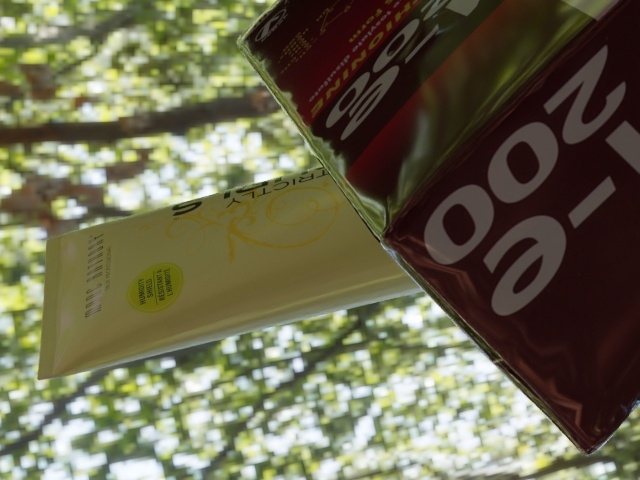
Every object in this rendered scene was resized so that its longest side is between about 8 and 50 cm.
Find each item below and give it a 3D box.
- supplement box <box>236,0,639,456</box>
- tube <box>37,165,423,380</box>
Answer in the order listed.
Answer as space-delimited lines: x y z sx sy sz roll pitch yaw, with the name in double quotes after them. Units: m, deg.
0.058 -0.054 0.443 0.130 0.073 0.239 -45 -161 4 "supplement box"
0.000 0.000 0.692 0.240 0.070 0.062 -13 -94 5 "tube"
